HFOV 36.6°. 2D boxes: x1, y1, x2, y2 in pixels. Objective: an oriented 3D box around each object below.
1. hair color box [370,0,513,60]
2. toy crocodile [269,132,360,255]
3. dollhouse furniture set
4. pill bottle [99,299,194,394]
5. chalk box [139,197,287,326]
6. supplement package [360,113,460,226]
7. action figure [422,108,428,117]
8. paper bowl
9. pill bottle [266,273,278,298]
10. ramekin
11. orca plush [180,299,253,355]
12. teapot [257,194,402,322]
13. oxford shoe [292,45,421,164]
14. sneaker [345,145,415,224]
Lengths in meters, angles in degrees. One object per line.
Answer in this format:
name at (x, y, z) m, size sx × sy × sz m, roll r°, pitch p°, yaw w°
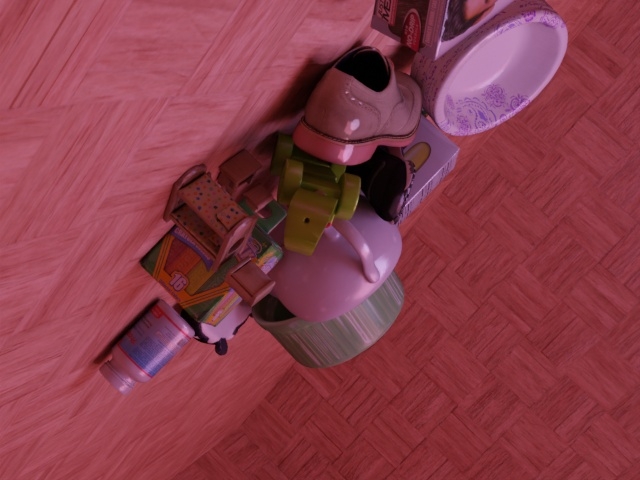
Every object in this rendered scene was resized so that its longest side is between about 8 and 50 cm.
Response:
hair color box at (0.230, -0.415, 1.297) m, size 0.374 × 0.113 × 0.185 m, roll -40°, pitch 151°, yaw -34°
toy crocodile at (-0.017, -0.081, 1.446) m, size 0.340 × 0.115 × 0.105 m, roll -104°, pitch -151°, yaw -67°
dollhouse furniture set at (-0.095, -0.036, 1.359) m, size 0.161 × 0.182 × 0.101 m, roll -39°, pitch 168°, yaw -35°
pill bottle at (-0.300, 0.185, 1.659) m, size 0.160 × 0.087 × 0.087 m, roll -45°, pitch 170°, yaw -7°
chalk box at (-0.146, 0.011, 1.486) m, size 0.213 × 0.132 × 0.132 m, roll -47°, pitch 170°, yaw -2°
supplement package at (0.116, -0.144, 1.788) m, size 0.203 × 0.194 × 0.149 m, roll -46°, pitch 171°, yaw -5°
action figure at (0.221, -0.293, 2.054) m, size 0.137 × 0.063 × 0.232 m, roll -48°, pitch 174°, yaw -9°
paper bowl at (0.287, -0.337, 1.733) m, size 0.284 × 0.148 × 0.284 m, roll -24°, pitch 151°, yaw -14°
pill bottle at (-0.044, 0.008, 1.941) m, size 0.208 × 0.119 × 0.119 m, roll -43°, pitch 170°, yaw -18°
ramekin at (0.024, 0.120, 1.978) m, size 0.303 × 0.148 × 0.303 m, roll -30°, pitch -157°, yaw 14°
orca plush at (-0.223, 0.137, 1.908) m, size 0.287 × 0.102 × 0.151 m, roll -49°, pitch 134°, yaw -67°
teapot at (0.000, 0.000, 1.608) m, size 0.256 × 0.187 × 0.253 m, roll -27°, pitch -155°, yaw 29°
oxford shoe at (0.091, -0.231, 1.524) m, size 0.397 × 0.140 × 0.147 m, roll -44°, pitch 156°, yaw -62°
sneaker at (0.070, -0.116, 1.575) m, size 0.283 × 0.124 × 0.107 m, roll -100°, pitch -153°, yaw -63°
